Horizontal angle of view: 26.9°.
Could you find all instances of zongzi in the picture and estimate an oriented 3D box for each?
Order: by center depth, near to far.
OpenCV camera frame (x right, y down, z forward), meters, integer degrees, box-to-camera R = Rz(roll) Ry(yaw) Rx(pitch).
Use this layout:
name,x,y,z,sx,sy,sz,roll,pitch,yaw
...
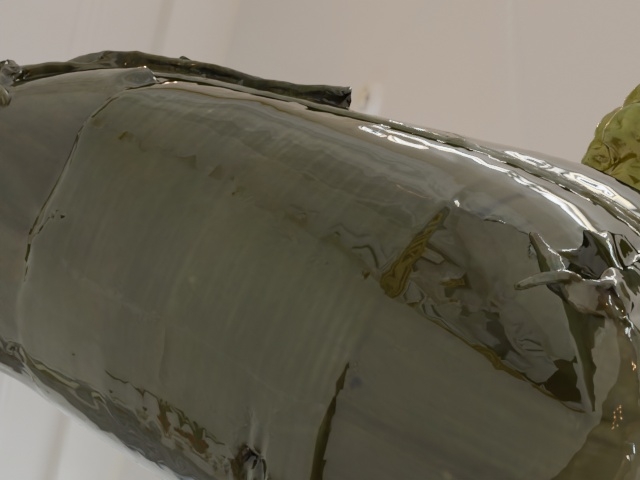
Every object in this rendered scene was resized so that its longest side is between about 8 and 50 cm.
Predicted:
name,x,y,z,sx,sy,sz,roll,pitch,yaw
zongzi,0.000,0.000,0.640,0.447,0.418,0.181,26,-69,27

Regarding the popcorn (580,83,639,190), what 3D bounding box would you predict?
name,x,y,z,sx,sy,sz,roll,pitch,yaw
popcorn,0.280,0.007,0.985,0.225,0.174,0.285,25,-49,58
